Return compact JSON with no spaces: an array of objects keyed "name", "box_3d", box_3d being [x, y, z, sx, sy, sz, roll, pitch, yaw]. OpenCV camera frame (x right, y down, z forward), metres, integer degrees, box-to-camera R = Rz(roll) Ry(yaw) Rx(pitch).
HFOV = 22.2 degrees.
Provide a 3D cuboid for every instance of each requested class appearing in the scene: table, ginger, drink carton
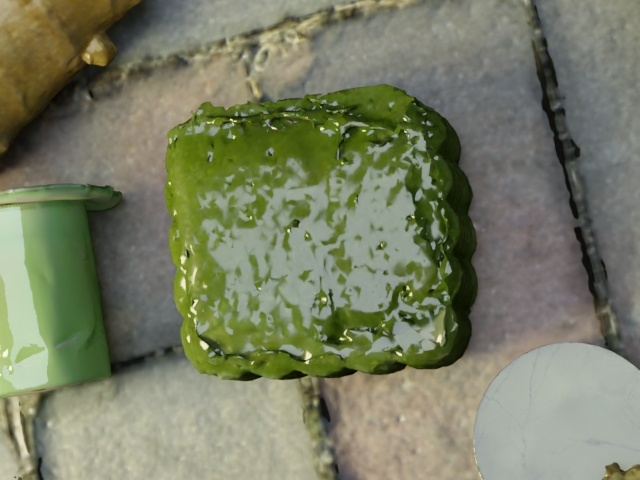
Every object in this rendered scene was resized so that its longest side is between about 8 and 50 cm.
[{"name":"table","box_3d":[0.174,0.138,1.124,0.133,0.043,0.133,-2,81,12]},{"name":"ginger","box_3d":[-0.273,-0.119,1.218,0.190,0.126,0.354,32,86,9]},{"name":"drink carton","box_3d":[-0.216,0.040,1.179,0.146,0.144,0.142,-9,86,11]}]

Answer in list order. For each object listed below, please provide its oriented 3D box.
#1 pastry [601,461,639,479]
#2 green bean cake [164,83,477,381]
[{"name":"pastry","box_3d":[0.228,0.242,1.044,0.182,0.093,0.192,26,109,3]},{"name":"green bean cake","box_3d":[0.000,0.000,1.147,0.214,0.113,0.200,-8,79,10]}]
